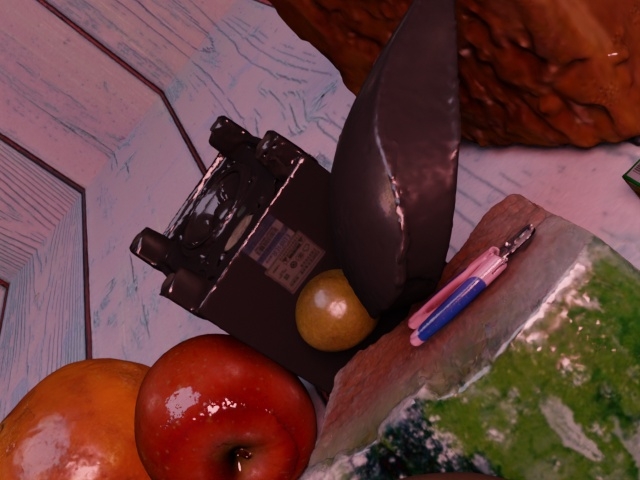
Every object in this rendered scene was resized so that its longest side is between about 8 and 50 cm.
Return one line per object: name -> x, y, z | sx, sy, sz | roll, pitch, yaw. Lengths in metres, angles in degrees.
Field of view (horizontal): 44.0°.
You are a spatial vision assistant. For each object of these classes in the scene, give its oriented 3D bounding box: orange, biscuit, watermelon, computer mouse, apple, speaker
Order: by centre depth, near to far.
watermelon -> 0.118, 0.101, 0.573 | 0.264, 0.151, 0.302 | -48, 26, 12
computer mouse -> 0.055, -0.078, 0.620 | 0.168, 0.087, 0.295 | 94, -177, -58
biscuit -> 0.126, -0.251, 0.797 | 0.166, 0.343, 0.395 | -54, 28, -12
apple -> -0.096, 0.180, 0.801 | 0.181, 0.181, 0.168 | -47, 22, 13
speaker -> -0.027, 0.018, 0.804 | 0.184, 0.254, 0.232 | -56, 25, -3
orange -> -0.274, 0.273, 0.929 | 0.284, 0.226, 0.284 | -44, 20, 21

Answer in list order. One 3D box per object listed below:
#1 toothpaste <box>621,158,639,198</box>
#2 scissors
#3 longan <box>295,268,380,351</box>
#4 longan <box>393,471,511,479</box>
toothpaste -> 0.290, -0.022, 0.577 | 0.043, 0.037, 0.178 | -45, 27, 8
scissors -> 0.102, 0.029, 0.541 | 0.113, 0.012, 0.039 | -44, 10, 16
longan -> 0.015, 0.062, 0.670 | 0.083, 0.075, 0.075 | 87, -157, -61
longan -> 0.075, 0.235, 0.376 | 0.258, 0.258, 0.258 | -39, 29, 27
